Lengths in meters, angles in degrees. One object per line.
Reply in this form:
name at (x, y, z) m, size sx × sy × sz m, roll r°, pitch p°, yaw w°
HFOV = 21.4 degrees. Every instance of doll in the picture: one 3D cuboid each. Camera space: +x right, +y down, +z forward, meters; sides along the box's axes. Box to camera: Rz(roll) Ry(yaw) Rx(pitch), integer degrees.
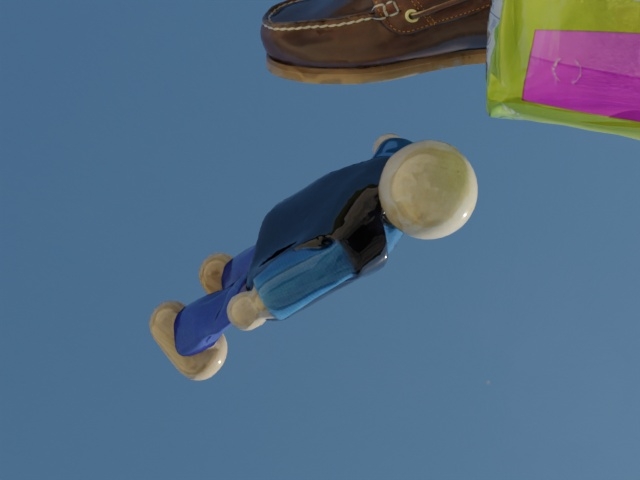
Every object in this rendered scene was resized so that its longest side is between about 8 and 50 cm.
doll at (0.000, 0.000, 0.698) m, size 0.046 × 0.189 × 0.129 m, roll 48°, pitch -125°, yaw -8°

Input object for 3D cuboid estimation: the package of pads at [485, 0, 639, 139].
package of pads at (0.185, -0.092, 0.581) m, size 0.229 × 0.296 × 0.101 m, roll 11°, pitch -72°, yaw 14°

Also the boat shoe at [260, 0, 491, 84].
boat shoe at (0.064, -0.127, 0.881) m, size 0.207 × 0.073 × 0.073 m, roll -4°, pitch -57°, yaw 17°
